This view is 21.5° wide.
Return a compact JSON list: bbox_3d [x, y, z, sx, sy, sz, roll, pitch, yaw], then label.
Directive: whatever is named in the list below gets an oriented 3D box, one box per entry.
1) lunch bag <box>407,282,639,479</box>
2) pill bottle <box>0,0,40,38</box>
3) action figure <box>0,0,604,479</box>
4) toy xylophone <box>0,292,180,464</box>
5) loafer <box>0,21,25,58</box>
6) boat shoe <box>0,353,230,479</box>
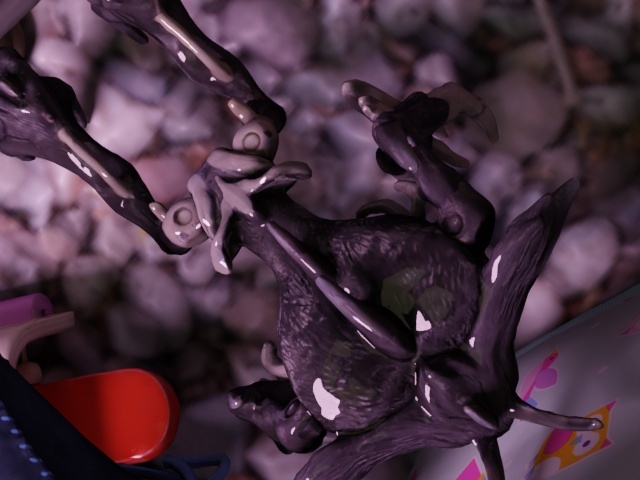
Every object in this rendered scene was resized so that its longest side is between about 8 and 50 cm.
[{"bbox_3d":[0.143,0.110,0.608,0.262,0.223,0.160,-22,111,16],"label":"lunch bag"},{"bbox_3d":[-0.210,-0.222,0.607,0.318,0.176,0.176,40,110,-2],"label":"pill bottle"},{"bbox_3d":[0.000,0.000,0.642,0.276,0.141,0.164,43,101,23],"label":"action figure"},{"bbox_3d":[-0.178,0.182,0.707,0.236,0.081,0.322,-5,79,18],"label":"toy xylophone"},{"bbox_3d":[-0.198,-0.100,0.708,0.148,0.050,0.056,18,109,6],"label":"loafer"},{"bbox_3d":[-0.048,0.130,0.628,0.089,0.109,0.258,-34,112,7],"label":"boat shoe"}]
